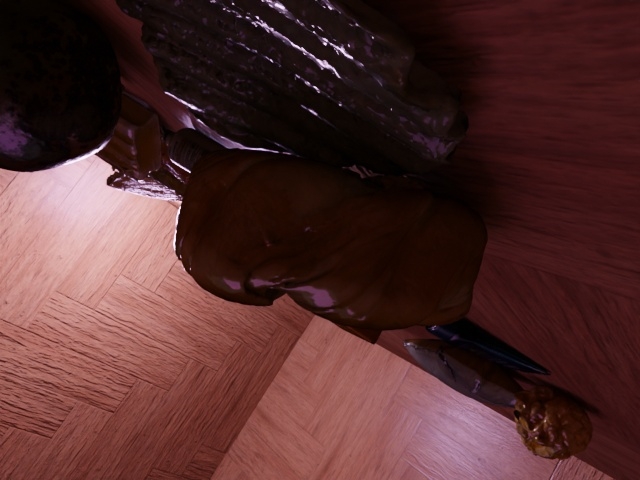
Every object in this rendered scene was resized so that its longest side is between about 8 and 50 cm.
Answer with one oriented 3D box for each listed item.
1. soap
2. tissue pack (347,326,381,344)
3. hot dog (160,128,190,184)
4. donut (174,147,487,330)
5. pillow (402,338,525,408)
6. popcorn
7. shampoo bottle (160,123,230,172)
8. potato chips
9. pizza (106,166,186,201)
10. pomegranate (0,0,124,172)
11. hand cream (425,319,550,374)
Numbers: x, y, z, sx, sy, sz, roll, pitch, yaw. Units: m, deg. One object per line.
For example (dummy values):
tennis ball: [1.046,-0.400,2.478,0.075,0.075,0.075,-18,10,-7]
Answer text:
soap: [-0.485,-0.266,1.139,0.274,0.089,0.173,33,142,12]
tissue pack: [0.071,0.179,1.539,0.194,0.145,0.274,34,170,-15]
hot dog: [-0.372,-0.204,1.281,0.104,0.076,0.250,29,171,27]
donut: [0.000,0.000,0.598,0.361,0.170,0.360,12,-178,0]
pillow: [0.409,0.371,1.462,0.312,0.119,0.310,32,167,-4]
popcorn: [0.553,0.436,1.240,0.170,0.180,0.180,13,180,-27]
shampoo bottle: [-0.248,-0.173,1.015,0.162,0.079,0.079,30,170,17]
potato chips: [-0.063,-0.169,0.486,0.429,0.070,0.358,31,170,17]
pizza: [-0.460,-0.179,1.416,0.280,0.075,0.288,11,167,-12]
pomegranate: [-0.430,-0.250,0.829,0.285,0.285,0.340,32,-159,4]
hand cream: [0.372,0.237,1.161,0.271,0.061,0.120,26,165,-4]
